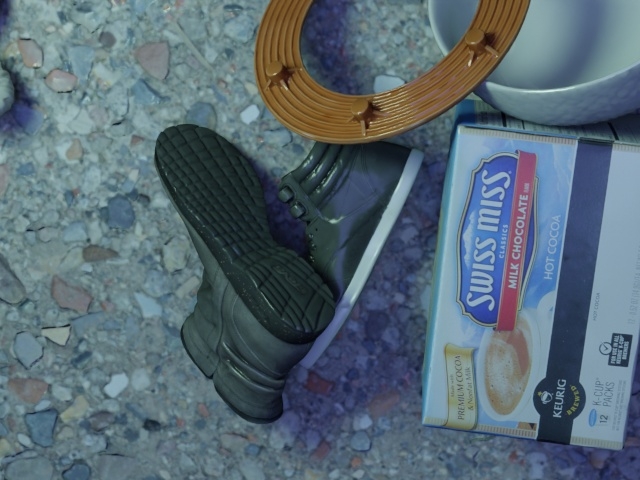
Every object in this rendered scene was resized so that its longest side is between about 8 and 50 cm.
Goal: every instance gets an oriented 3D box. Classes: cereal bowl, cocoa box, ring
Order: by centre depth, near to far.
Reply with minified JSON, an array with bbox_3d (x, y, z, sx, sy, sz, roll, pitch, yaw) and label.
[{"bbox_3d":[0.294,-0.259,1.516,0.339,0.339,0.141,-31,139,11],"label":"cereal bowl"},{"bbox_3d":[0.070,-0.253,1.533,0.336,0.337,0.032,-29,140,11],"label":"ring"},{"bbox_3d":[0.244,0.030,1.592,0.228,0.231,0.347,7,103,4],"label":"cocoa box"}]

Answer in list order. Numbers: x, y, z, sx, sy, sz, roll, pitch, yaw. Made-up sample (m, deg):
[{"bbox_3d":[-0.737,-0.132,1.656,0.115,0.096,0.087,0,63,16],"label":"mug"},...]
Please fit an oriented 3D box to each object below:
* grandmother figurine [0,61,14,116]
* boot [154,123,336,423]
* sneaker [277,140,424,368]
[{"bbox_3d":[-0.473,-0.294,1.667,0.207,0.104,0.342,-27,97,6],"label":"grandmother figurine"},{"bbox_3d":[-0.129,0.044,1.684,0.338,0.118,0.223,59,142,25],"label":"boot"},{"bbox_3d":[0.000,0.000,1.684,0.147,0.104,0.296,25,98,2],"label":"sneaker"}]
